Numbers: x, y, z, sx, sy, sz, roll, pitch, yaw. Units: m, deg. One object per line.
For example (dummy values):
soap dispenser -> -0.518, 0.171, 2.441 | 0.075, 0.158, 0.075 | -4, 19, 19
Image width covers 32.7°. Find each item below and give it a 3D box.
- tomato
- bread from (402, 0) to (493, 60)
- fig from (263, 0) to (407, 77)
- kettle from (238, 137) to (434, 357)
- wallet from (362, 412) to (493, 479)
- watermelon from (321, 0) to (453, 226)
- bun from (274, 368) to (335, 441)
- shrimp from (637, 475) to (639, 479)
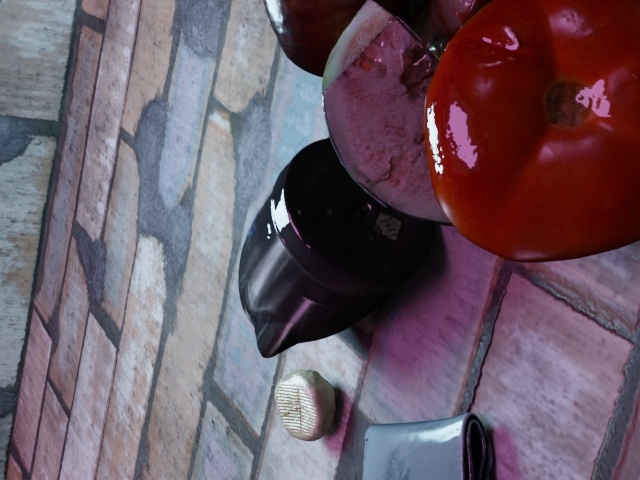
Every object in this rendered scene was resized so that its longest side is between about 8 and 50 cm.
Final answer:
tomato -> 0.248, -0.110, 1.109 | 0.226, 0.299, 0.298 | 79, -171, -80
bread -> 0.156, -0.340, 1.444 | 0.328, 0.114, 0.295 | -42, 53, 50
fig -> 0.019, -0.325, 1.381 | 0.235, 0.215, 0.235 | 51, 157, 33
kettle -> 0.000, 0.000, 1.605 | 0.324, 0.228, 0.320 | -51, 18, 51
wallet -> 0.126, 0.377, 1.432 | 0.251, 0.054, 0.290 | -19, 62, 58
watermelon -> 0.139, -0.134, 1.276 | 0.180, 0.305, 0.224 | -17, 41, 55
bun -> -0.017, 0.256, 1.714 | 0.115, 0.069, 0.115 | 14, 111, 42
shrimp -> 0.381, 0.279, 1.042 | 0.150, 0.051, 0.217 | -65, 32, 20
